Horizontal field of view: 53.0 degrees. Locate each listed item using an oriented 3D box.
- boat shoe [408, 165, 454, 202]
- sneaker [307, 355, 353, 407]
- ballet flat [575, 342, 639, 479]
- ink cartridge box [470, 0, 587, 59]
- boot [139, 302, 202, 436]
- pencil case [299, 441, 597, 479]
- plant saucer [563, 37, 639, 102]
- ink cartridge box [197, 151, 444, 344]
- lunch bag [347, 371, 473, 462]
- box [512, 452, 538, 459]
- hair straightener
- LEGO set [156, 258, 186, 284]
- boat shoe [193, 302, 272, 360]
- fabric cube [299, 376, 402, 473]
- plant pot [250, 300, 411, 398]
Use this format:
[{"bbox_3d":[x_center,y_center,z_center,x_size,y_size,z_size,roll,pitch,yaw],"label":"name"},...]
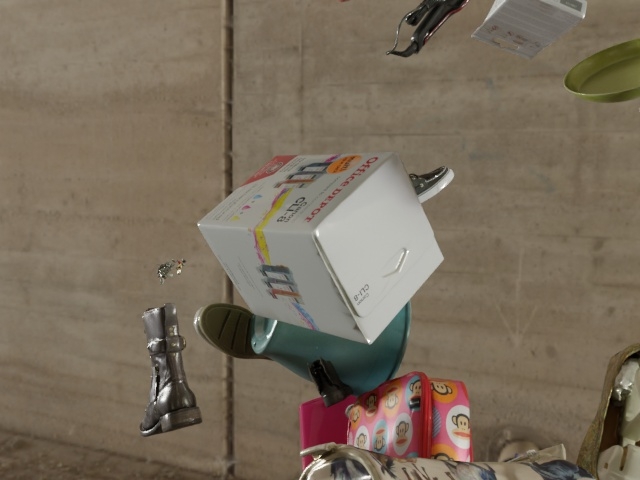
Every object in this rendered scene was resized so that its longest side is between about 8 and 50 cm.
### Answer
[{"bbox_3d":[0.136,-0.076,0.962,0.142,0.040,0.049,-33,17,-9],"label":"boat shoe"},{"bbox_3d":[0.015,0.256,1.185,0.051,0.089,0.170,-27,-11,4],"label":"sneaker"},{"bbox_3d":[0.469,0.303,0.973,0.123,0.123,0.348,5,52,34],"label":"ballet flat"},{"bbox_3d":[0.515,-0.556,1.611,0.189,0.066,0.232,18,-9,-10],"label":"ink cartridge box"},{"bbox_3d":[-0.290,0.238,1.197,0.091,0.228,0.263,-6,-15,-32],"label":"boot"},{"bbox_3d":[0.166,0.332,0.764,0.411,0.183,0.160,15,-46,-30],"label":"pencil case"},{"bbox_3d":[0.592,-0.322,1.225,0.241,0.037,0.241,-22,27,12],"label":"plant saucer"},{"bbox_3d":[0.000,0.000,0.619,0.176,0.127,0.128,6,42,47],"label":"ink cartridge box"},{"bbox_3d":[0.141,0.373,1.082,0.120,0.258,0.293,14,-28,-17],"label":"lunch bag"},{"bbox_3d":[0.425,0.486,1.282,0.109,0.042,0.178,-10,7,30],"label":"box"},{"bbox_3d":[0.184,-0.393,1.051,0.047,0.230,0.089,44,-2,45],"label":"hair straightener"},{"bbox_3d":[-0.280,0.050,1.177,0.083,0.054,0.023,-31,-54,31],"label":"LEGO set"},{"bbox_3d":[-0.178,0.217,1.464,0.103,0.113,0.302,0,-22,44],"label":"boat shoe"},{"bbox_3d":[0.112,0.495,1.378,0.254,0.259,0.258,-17,38,9],"label":"fabric cube"},{"bbox_3d":[0.004,0.167,1.311,0.255,0.271,0.272,16,1,-19],"label":"plant pot"}]
